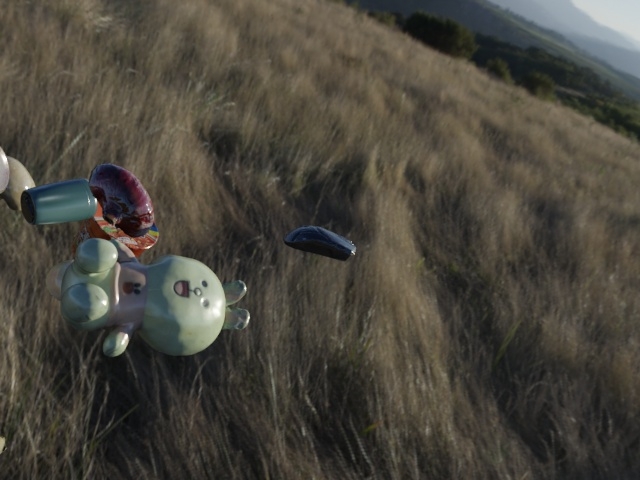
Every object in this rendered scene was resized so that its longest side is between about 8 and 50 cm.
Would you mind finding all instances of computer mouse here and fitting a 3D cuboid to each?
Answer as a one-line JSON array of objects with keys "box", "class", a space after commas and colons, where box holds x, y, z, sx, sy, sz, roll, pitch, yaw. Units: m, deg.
[{"box": [0.000, 0.000, 1.762, 0.217, 0.074, 0.122, 15, 13, -9], "class": "computer mouse"}]

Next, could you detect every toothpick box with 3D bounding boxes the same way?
[{"box": [-0.733, -0.105, 1.692, 0.120, 0.120, 0.184, 40, 36, 28], "class": "toothpick box"}]

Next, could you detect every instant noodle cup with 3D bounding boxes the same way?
[{"box": [-0.709, -0.006, 2.063, 0.250, 0.192, 0.250, 34, 26, -20], "class": "instant noodle cup"}]

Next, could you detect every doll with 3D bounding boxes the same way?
[{"box": [-0.217, 0.075, 0.784, 0.275, 0.113, 0.155, 18, 53, -50], "class": "doll"}]

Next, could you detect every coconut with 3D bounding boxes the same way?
[{"box": [-0.653, 0.107, 1.604, 0.122, 0.116, 0.116, -1, 3, 44], "class": "coconut"}]

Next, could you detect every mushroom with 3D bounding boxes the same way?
[{"box": [-1.096, -0.184, 2.087, 0.204, 0.204, 0.204, 20, 27, -10], "class": "mushroom"}]

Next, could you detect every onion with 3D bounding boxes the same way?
[{"box": [-0.485, -0.104, 1.516, 0.206, 0.098, 0.151, 59, 14, -25], "class": "onion"}]

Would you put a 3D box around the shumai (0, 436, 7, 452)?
[{"box": [-0.870, 0.476, 1.260, 0.262, 0.314, 0.267, 44, -15, -18], "class": "shumai"}]

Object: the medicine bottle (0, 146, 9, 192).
[{"box": [-0.989, -0.175, 1.556, 0.322, 0.151, 0.151, -4, 27, 4], "class": "medicine bottle"}]
